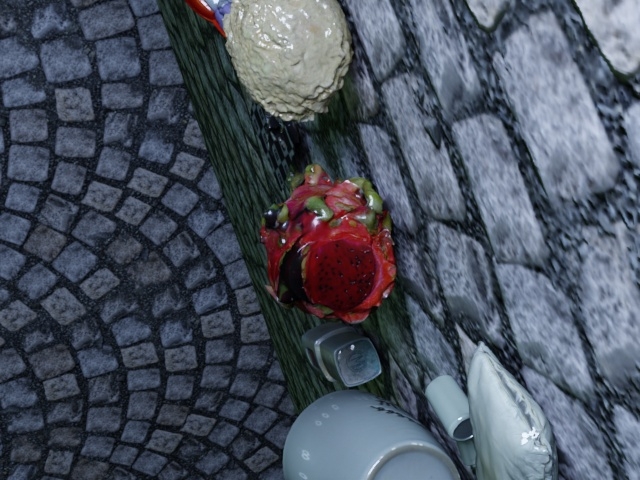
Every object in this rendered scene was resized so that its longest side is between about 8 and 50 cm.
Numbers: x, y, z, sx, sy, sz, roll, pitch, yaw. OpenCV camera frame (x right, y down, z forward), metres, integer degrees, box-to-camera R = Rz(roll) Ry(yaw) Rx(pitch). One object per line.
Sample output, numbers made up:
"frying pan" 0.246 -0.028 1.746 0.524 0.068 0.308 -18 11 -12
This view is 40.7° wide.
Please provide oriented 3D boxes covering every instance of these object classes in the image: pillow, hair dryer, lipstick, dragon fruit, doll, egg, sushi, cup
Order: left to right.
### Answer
"doll" -0.148 -0.341 1.213 0.227 0.075 0.102 55 176 19
"sushi" -0.059 -0.162 1.252 0.201 0.031 0.139 122 127 -74
"egg" -0.029 -0.179 0.791 0.116 0.118 0.140 -93 -3 -63
"dragon fruit" 0.000 0.000 0.924 0.166 0.160 0.172 47 180 -25
"lipstick" 0.032 0.176 1.338 0.253 0.077 0.079 174 75 -79
"cup" 0.099 0.321 1.102 0.258 0.186 0.234 41 168 -14
"hair dryer" 0.147 0.200 0.903 0.063 0.037 0.124 60 174 50
"pillow" 0.166 0.203 0.733 0.128 0.050 0.229 -112 7 -55
